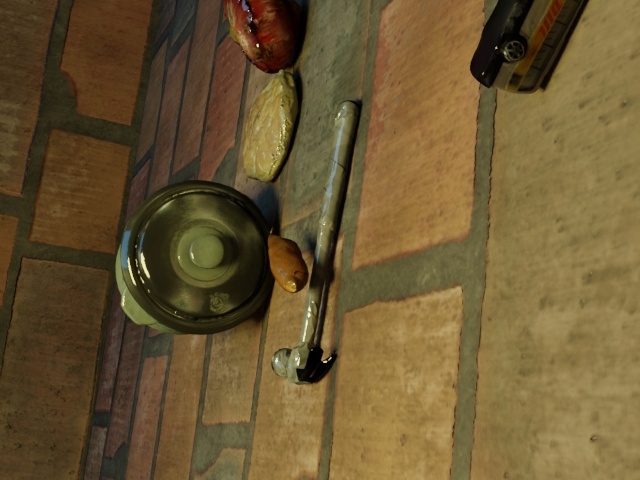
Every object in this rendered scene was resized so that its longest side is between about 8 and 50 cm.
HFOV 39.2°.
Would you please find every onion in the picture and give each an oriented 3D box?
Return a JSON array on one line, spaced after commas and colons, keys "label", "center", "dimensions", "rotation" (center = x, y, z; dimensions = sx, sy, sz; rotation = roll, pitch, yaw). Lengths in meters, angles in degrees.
[{"label": "onion", "center": [-0.100, -0.404, 1.668], "dimensions": [0.147, 0.184, 0.184], "rotation": [-38, 18, -12]}]

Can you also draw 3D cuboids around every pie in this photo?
[{"label": "pie", "center": [-0.096, -0.198, 1.659], "dimensions": [0.218, 0.052, 0.185], "rotation": [-44, 38, 53]}]

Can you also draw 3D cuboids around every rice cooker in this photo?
[{"label": "rice cooker", "center": [-0.225, 0.038, 1.587], "dimensions": [0.316, 0.264, 0.316], "rotation": [-38, 4, 3]}]

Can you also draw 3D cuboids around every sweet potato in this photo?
[{"label": "sweet potato", "center": [-0.054, 0.023, 1.332], "dimensions": [0.195, 0.056, 0.057], "rotation": [-118, 44, -64]}]

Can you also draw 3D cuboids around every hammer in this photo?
[{"label": "hammer", "center": [0.001, 0.000, 1.326], "dimensions": [0.152, 0.044, 0.427], "rotation": [170, 111, -66]}]

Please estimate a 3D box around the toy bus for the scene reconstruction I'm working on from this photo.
[{"label": "toy bus", "center": [0.210, -0.225, 0.868], "dimensions": [0.172, 0.072, 0.057], "rotation": [-67, 25, 24]}]
